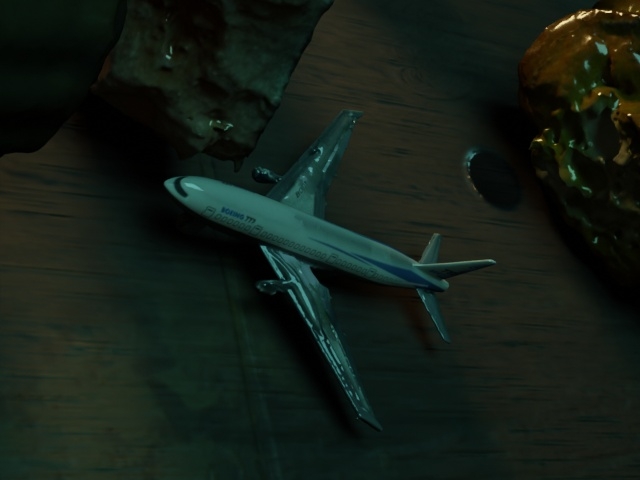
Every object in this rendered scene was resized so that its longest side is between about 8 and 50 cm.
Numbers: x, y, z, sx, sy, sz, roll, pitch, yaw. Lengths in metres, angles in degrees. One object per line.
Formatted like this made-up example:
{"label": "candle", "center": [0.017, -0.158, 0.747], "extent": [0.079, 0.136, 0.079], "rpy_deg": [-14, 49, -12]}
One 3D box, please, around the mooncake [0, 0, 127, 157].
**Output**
{"label": "mooncake", "center": [-0.196, -0.144, 0.689], "extent": [0.124, 0.228, 0.228], "rpy_deg": [0, 61, -48]}

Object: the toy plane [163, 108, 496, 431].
{"label": "toy plane", "center": [-0.001, 0.002, 0.854], "extent": [0.226, 0.058, 0.226], "rpy_deg": [14, 57, -27]}

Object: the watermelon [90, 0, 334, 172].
{"label": "watermelon", "center": [-0.074, -0.233, 0.797], "extent": [0.151, 0.264, 0.302], "rpy_deg": [14, 45, -21]}

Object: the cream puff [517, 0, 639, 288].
{"label": "cream puff", "center": [0.260, -0.072, 1.051], "extent": [0.269, 0.155, 0.241], "rpy_deg": [36, 50, -22]}
